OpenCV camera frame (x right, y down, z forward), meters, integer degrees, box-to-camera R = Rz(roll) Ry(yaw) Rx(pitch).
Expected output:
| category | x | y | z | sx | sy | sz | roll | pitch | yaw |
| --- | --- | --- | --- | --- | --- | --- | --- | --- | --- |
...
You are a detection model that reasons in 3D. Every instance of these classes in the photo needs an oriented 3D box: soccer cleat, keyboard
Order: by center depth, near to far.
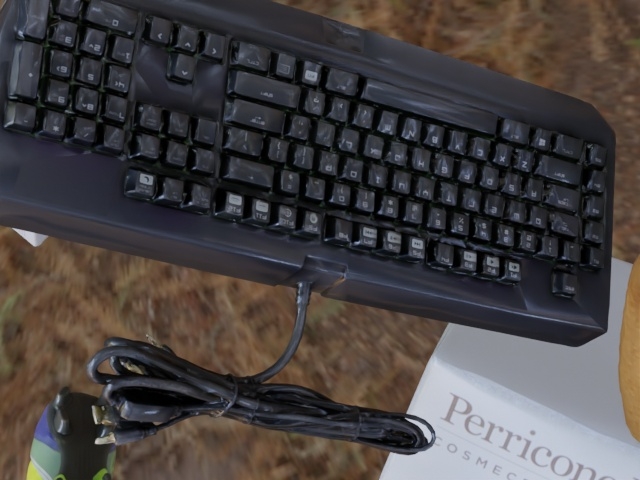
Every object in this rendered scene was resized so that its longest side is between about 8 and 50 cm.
| category | x | y | z | sx | sy | sz | roll | pitch | yaw |
| --- | --- | --- | --- | --- | --- | --- | --- | --- | --- |
| keyboard | 0.000 | 0.000 | 0.736 | 0.317 | 0.033 | 0.201 | 12 | 79 | -28 |
| soccer cleat | -0.247 | 0.264 | 1.638 | 0.093 | 0.289 | 0.121 | 14 | 121 | -10 |

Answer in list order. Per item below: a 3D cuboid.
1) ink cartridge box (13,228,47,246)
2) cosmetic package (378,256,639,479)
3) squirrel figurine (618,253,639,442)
| category | x | y | z | sx | sy | sz | roll | pitch | yaw |
| --- | --- | --- | --- | --- | --- | --- | --- | --- | --- |
| ink cartridge box | -0.279 | -0.102 | 1.381 | 0.191 | 0.139 | 0.082 | 40 | 67 | 9 |
| cosmetic package | 0.221 | 0.254 | 1.534 | 0.329 | 0.327 | 0.393 | 24 | 118 | 9 |
| squirrel figurine | 0.335 | 0.052 | 0.797 | 0.281 | 0.370 | 0.397 | -14 | 130 | -6 |
